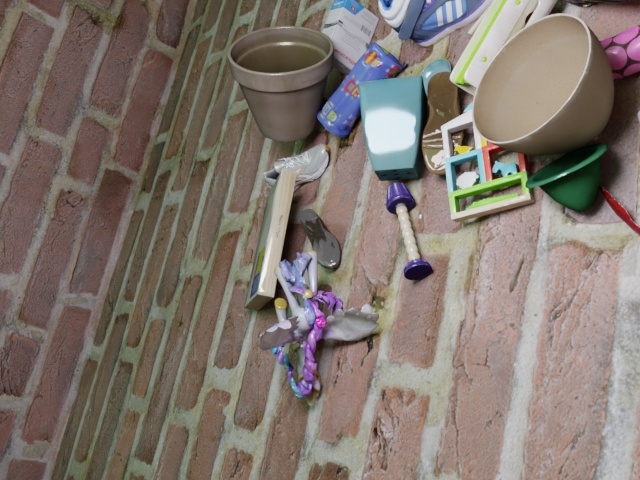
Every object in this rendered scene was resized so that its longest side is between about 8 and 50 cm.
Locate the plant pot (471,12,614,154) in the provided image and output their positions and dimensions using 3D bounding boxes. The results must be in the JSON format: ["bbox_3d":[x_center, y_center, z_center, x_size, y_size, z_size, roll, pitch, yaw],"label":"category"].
[{"bbox_3d":[0.485,-0.289,1.264,0.284,0.191,0.284,-41,37,40],"label":"plant pot"}]

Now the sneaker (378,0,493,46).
[{"bbox_3d":[0.313,-0.681,1.667,0.323,0.236,0.130,-30,50,40],"label":"sneaker"}]

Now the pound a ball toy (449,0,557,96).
[{"bbox_3d":[0.456,-0.506,1.514,0.319,0.136,0.208,-60,11,9],"label":"pound a ball toy"}]

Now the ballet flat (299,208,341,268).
[{"bbox_3d":[0.000,0.000,1.850,0.084,0.058,0.250,-26,48,-5],"label":"ballet flat"}]

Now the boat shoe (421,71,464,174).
[{"bbox_3d":[0.325,-0.294,1.585,0.104,0.089,0.285,0,72,24],"label":"boat shoe"}]

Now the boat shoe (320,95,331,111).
[{"bbox_3d":[-0.015,-0.456,2.094,0.207,0.073,0.073,26,90,54],"label":"boat shoe"}]

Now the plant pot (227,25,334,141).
[{"bbox_3d":[-0.115,-0.479,1.941,0.323,0.323,0.280,-115,16,-46],"label":"plant pot"}]

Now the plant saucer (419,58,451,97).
[{"bbox_3d":[0.321,-0.449,1.713,0.119,0.021,0.119,-28,51,40],"label":"plant saucer"}]

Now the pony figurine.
[{"bbox_3d":[-0.034,0.216,1.632,0.351,0.303,0.363,106,157,-52],"label":"pony figurine"}]

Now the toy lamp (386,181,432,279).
[{"bbox_3d":[0.221,-0.033,1.567,0.080,0.080,0.274,-38,47,33],"label":"toy lamp"}]

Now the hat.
[{"bbox_3d":[0.535,-0.075,1.237,0.173,0.183,0.208,-28,6,26],"label":"hat"}]

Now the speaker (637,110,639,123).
[{"bbox_3d":[0.640,-0.190,1.144,0.055,0.055,0.136,-31,49,38],"label":"speaker"}]

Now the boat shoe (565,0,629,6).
[{"bbox_3d":[0.591,-0.602,1.370,0.132,0.130,0.355,-48,39,17],"label":"boat shoe"}]

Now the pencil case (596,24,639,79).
[{"bbox_3d":[0.661,-0.398,1.209,0.209,0.095,0.098,-12,38,46],"label":"pencil case"}]

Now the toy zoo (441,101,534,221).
[{"bbox_3d":[0.383,-0.204,1.435,0.192,0.030,0.293,-15,68,35],"label":"toy zoo"}]

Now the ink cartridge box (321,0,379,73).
[{"bbox_3d":[0.085,-0.674,2.023,0.086,0.148,0.203,18,85,53],"label":"ink cartridge box"}]

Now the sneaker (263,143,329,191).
[{"bbox_3d":[-0.083,-0.241,2.022,0.262,0.121,0.099,-35,47,35],"label":"sneaker"}]

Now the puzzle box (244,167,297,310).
[{"bbox_3d":[-0.161,0.006,1.952,0.272,0.052,0.409,138,144,-69],"label":"puzzle box"}]

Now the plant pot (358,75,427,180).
[{"bbox_3d":[0.197,-0.285,1.625,0.166,0.165,0.234,-2,79,15],"label":"plant pot"}]

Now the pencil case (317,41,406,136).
[{"bbox_3d":[0.122,-0.462,1.887,0.119,0.133,0.306,47,115,13],"label":"pencil case"}]
